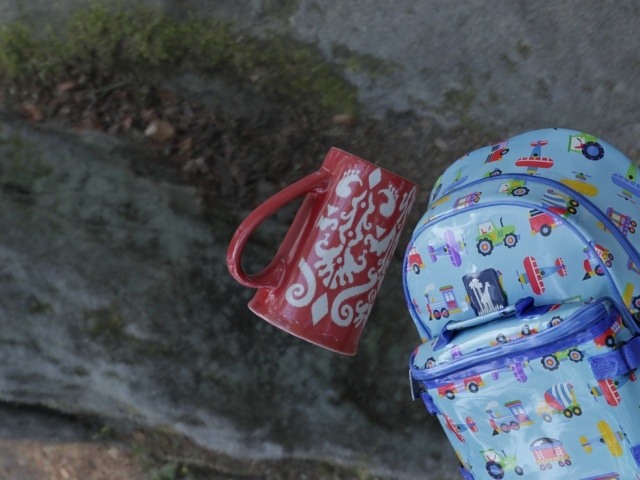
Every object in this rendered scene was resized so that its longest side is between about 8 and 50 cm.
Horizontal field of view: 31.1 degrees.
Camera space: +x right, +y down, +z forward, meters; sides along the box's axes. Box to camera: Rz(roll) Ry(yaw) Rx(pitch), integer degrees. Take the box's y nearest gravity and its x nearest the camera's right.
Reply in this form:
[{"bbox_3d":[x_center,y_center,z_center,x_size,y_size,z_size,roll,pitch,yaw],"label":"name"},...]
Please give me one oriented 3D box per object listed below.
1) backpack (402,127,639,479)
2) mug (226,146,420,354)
[{"bbox_3d":[0.117,0.036,0.612,0.158,0.117,0.173,-17,103,42],"label":"backpack"},{"bbox_3d":[0.008,0.004,1.058,0.113,0.150,0.169,27,94,33],"label":"mug"}]
